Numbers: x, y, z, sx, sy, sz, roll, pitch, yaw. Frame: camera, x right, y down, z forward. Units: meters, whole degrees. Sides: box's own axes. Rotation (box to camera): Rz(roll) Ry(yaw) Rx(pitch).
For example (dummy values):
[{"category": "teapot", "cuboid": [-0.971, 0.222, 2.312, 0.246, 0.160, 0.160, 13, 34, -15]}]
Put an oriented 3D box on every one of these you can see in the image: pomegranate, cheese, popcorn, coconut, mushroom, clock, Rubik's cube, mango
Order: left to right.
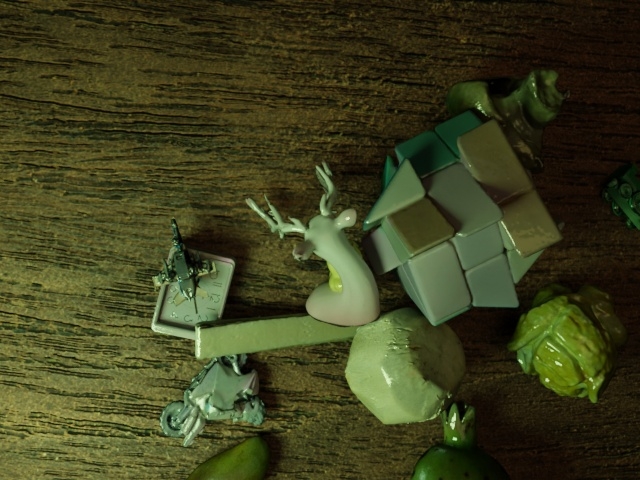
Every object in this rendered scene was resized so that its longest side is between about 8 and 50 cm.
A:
[{"category": "clock", "cuboid": [-0.285, 0.118, 0.978, 0.149, 0.063, 0.197, 15, 90, -10]}, {"category": "mango", "cuboid": [-0.227, 0.557, 0.984, 0.267, 0.111, 0.133, -40, 86, -10]}, {"category": "cheese", "cuboid": [-0.083, 0.209, 0.998, 0.399, 0.034, 0.085, -3, 98, -19]}, {"category": "coconut", "cuboid": [0.177, 0.281, 0.970, 0.244, 0.247, 0.245, 17, 56, -26]}, {"category": "Rubik's cube", "cuboid": [0.263, -0.046, 0.918, 0.358, 0.387, 0.368, -26, 114, -2]}, {"category": "pomegranate", "cuboid": [0.314, 0.551, 1.021, 0.242, 0.242, 0.306, -17, 75, -8]}, {"category": "mushroom", "cuboid": [0.394, -0.255, 0.964, 0.211, 0.292, 0.218, -6, 107, -7]}, {"category": "popcorn", "cuboid": [0.601, 0.239, 1.049, 0.225, 0.276, 0.277, 32, 87, 28]}]

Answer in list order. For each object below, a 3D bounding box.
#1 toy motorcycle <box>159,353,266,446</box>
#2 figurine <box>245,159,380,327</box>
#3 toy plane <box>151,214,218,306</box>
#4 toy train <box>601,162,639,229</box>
[{"category": "toy motorcycle", "cuboid": [-0.214, 0.371, 0.977, 0.204, 0.108, 0.239, 44, 86, -8]}, {"category": "figurine", "cuboid": [-0.011, 0.007, 0.946, 0.206, 0.284, 0.316, -21, 122, -14]}, {"category": "toy plane", "cuboid": [-0.293, 0.039, 0.908, 0.135, 0.062, 0.189, -13, 95, -7]}, {"category": "toy train", "cuboid": [0.826, -0.107, 1.138, 0.178, 0.071, 0.104, 46, 75, -7]}]
